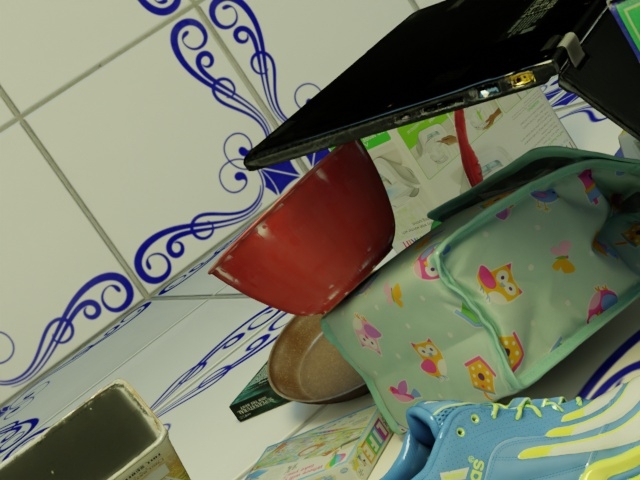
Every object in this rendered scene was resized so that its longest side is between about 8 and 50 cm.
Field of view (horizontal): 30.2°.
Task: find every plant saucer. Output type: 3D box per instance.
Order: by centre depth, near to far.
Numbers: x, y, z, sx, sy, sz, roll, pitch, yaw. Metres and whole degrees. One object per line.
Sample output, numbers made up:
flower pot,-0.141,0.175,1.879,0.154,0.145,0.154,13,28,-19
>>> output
plant saucer,0.035,0.111,1.283,0.198,0.036,0.198,-25,29,15

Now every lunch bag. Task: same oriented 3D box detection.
lunch bag,0.163,0.027,1.031,0.262,0.160,0.223,-36,0,-29

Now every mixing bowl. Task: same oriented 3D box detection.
mixing bowl,0.000,0.000,1.039,0.181,0.098,0.181,-44,1,1

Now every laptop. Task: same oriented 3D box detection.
laptop,0.225,-0.089,0.967,0.408,0.236,0.382,-14,19,32

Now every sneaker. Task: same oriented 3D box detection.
sneaker,0.131,0.131,0.747,0.240,0.126,0.091,-37,11,-17

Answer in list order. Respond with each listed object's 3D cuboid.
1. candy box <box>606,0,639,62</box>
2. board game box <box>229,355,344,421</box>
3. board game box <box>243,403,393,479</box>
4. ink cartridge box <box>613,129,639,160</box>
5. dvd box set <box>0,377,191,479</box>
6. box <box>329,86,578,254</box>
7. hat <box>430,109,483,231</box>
candy box,0.284,-0.036,0.505,0.122,0.317,0.268,-24,14,44
board game box,-0.011,0.145,1.410,0.186,0.026,0.126,-27,12,35
board game box,-0.008,0.209,1.104,0.154,0.026,0.103,-27,12,33
ink cartridge box,0.461,-0.187,1.370,0.307,0.072,0.303,-22,16,42
dvd box set,-0.242,0.268,0.975,0.307,0.062,0.420,-37,-15,-12
box,0.171,-0.119,1.488,0.262,0.231,0.127,-42,13,-35
hat,0.139,-0.022,1.270,0.173,0.183,0.208,-32,10,7
